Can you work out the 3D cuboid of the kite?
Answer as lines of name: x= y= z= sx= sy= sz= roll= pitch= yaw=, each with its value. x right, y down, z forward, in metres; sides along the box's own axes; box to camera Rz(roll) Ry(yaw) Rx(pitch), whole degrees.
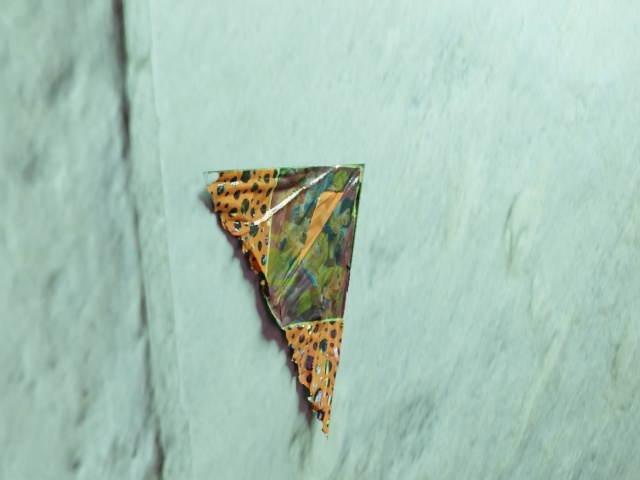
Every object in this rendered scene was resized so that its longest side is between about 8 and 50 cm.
kite: x=-0.001 y=0.000 z=0.759 sx=0.125 sy=0.008 sz=0.222 roll=-57 pitch=143 yaw=-32
